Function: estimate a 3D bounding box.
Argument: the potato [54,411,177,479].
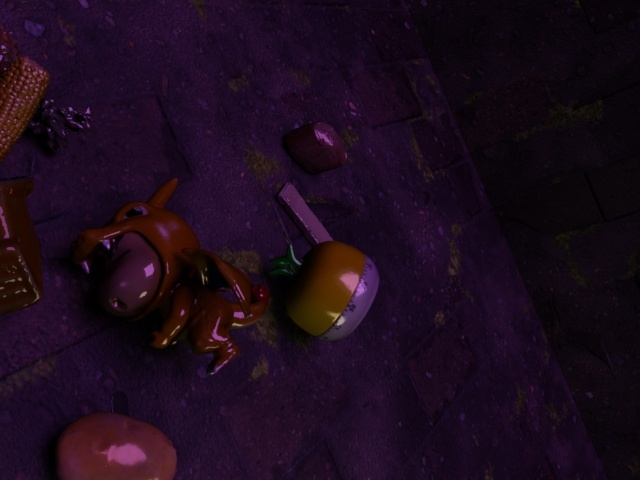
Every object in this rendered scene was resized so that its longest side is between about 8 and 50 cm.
[{"bbox_3d":[-0.373,0.400,1.258,0.234,0.146,0.150,32,19,-37],"label":"potato"}]

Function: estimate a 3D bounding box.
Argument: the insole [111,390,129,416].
[{"bbox_3d":[-0.397,0.375,1.347,0.053,0.002,0.152,14,62,-49],"label":"insole"}]

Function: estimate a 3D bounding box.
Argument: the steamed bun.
[{"bbox_3d":[-0.006,-0.289,2.096,0.175,0.145,0.106,48,38,-33],"label":"steamed bun"}]

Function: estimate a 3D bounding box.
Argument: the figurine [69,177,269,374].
[{"bbox_3d":[-0.294,0.088,1.436,0.387,0.268,0.401,49,3,0],"label":"figurine"}]

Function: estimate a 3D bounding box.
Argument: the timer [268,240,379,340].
[{"bbox_3d":[-0.010,0.108,1.803,0.285,0.285,0.285,29,51,-42],"label":"timer"}]

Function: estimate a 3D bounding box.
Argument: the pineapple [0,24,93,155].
[{"bbox_3d":[-0.599,-0.307,1.298,0.361,0.175,0.175,37,45,-34],"label":"pineapple"}]

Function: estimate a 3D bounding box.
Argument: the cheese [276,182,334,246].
[{"bbox_3d":[0.002,-0.002,2.050,0.400,0.034,0.085,55,37,-19],"label":"cheese"}]

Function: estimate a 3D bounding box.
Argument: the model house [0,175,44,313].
[{"bbox_3d":[-0.602,0.018,1.159,0.268,0.173,0.239,-14,97,-24],"label":"model house"}]

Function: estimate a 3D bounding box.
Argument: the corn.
[{"bbox_3d":[-0.581,-0.211,1.225,0.091,0.260,0.091,41,8,17],"label":"corn"}]
